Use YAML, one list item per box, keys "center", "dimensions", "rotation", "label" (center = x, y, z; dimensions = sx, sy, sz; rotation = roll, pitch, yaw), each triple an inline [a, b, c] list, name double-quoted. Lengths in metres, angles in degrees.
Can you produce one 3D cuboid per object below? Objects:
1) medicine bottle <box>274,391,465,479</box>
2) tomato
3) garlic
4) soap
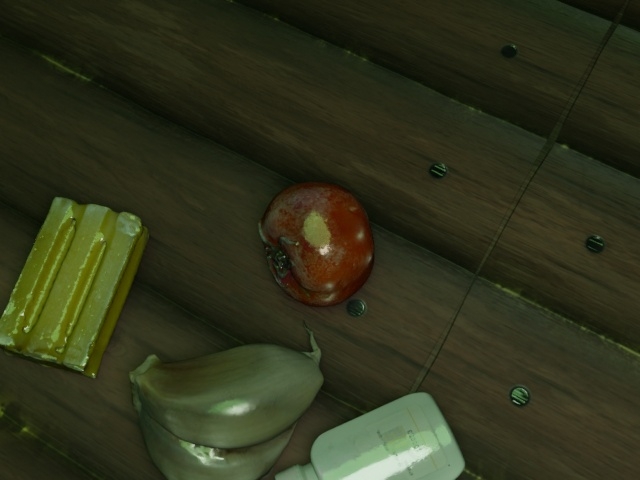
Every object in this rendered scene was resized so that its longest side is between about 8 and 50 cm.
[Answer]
- center: [0.079, 0.378, 1.242]
  dimensions: [0.296, 0.111, 0.161]
  rotation: [-24, 66, -8]
  label: "medicine bottle"
- center: [0.001, -0.002, 1.358]
  dimensions: [0.188, 0.232, 0.232]
  rotation: [-24, 65, -30]
  label: "tomato"
- center: [-0.134, 0.299, 1.281]
  dimensions: [0.340, 0.231, 0.246]
  rotation: [-13, 20, -18]
  label: "garlic"
- center: [-0.465, 0.086, 1.423]
  dimensions: [0.199, 0.091, 0.315]
  rotation: [12, 67, 9]
  label: "soap"
